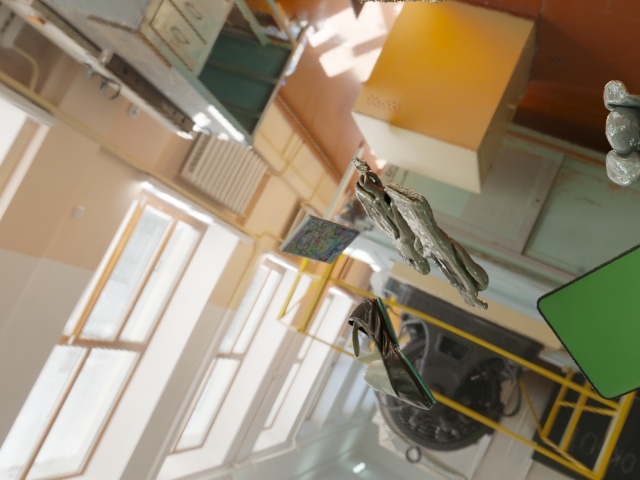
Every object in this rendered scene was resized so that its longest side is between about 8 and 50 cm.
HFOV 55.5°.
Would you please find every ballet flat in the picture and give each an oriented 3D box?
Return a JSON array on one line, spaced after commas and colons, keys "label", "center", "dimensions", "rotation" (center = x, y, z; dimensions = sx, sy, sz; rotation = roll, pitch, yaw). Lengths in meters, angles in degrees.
[{"label": "ballet flat", "center": [0.119, 0.219, 1.127], "dimensions": [0.095, 0.096, 0.280], "rotation": [57, -176, -35]}]

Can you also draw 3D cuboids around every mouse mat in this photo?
[{"label": "mouse mat", "center": [0.370, 0.091, 0.707], "dimensions": [0.152, 0.190, 0.007], "rotation": [56, -146, 6]}]

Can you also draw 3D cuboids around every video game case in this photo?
[{"label": "video game case", "center": [0.000, 0.000, 1.059], "dimensions": [0.122, 0.087, 0.011], "rotation": [16, -143, -41]}]

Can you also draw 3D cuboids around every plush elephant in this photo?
[{"label": "plush elephant", "center": [0.810, -0.266, 1.450], "dimensions": [0.330, 0.271, 0.255], "rotation": [-12, -159, -28]}]

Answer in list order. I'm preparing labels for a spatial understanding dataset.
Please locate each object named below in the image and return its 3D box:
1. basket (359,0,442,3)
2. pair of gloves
[{"label": "basket", "center": [0.152, -0.638, 1.241], "dimensions": [0.223, 0.213, 0.299], "rotation": [32, 177, -40]}, {"label": "pair of gloves", "center": [0.128, -0.015, 0.808], "dimensions": [0.204, 0.042, 0.240], "rotation": [51, 175, -25]}]
